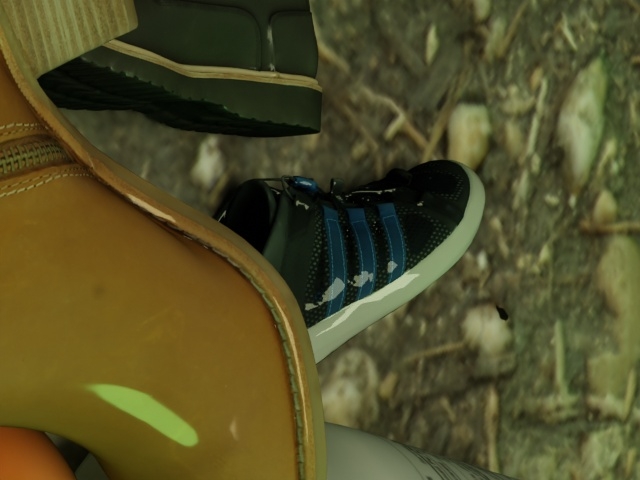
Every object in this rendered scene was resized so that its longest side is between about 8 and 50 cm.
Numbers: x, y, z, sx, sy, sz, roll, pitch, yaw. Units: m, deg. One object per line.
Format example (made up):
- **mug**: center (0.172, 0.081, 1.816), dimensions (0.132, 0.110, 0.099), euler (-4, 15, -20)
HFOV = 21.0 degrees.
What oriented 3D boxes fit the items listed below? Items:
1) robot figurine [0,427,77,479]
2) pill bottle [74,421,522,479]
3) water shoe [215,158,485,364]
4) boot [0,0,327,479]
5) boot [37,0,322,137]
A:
- **robot figurine**: center (-0.172, 0.133, 0.621), dimensions (0.219, 0.128, 0.158), euler (-37, 108, -33)
- **pill bottle**: center (0.025, 0.171, 0.774), dimensions (0.283, 0.160, 0.160), euler (22, 78, -40)
- **water shoe**: center (0.000, 0.000, 0.800), dimensions (0.203, 0.073, 0.080), euler (-38, 114, -34)
- **boot**: center (-0.118, 0.032, 0.531), dimensions (0.220, 0.109, 0.283), euler (-36, 117, -44)
- **boot**: center (-0.074, -0.123, 0.736), dimensions (0.198, 0.077, 0.137), euler (9, 82, -55)
